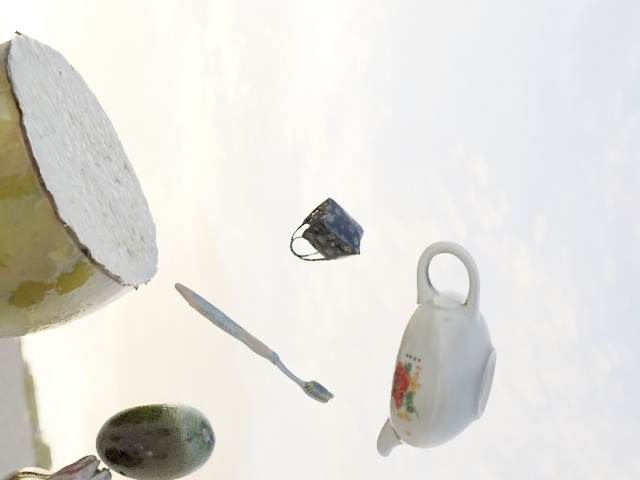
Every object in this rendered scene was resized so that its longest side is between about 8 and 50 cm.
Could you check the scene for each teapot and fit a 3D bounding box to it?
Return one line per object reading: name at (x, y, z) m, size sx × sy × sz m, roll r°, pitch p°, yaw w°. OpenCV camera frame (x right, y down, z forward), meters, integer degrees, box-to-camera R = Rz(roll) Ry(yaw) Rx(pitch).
teapot at (0.111, 0.109, 0.945) m, size 0.145 × 0.092 × 0.226 m, roll -38°, pitch 138°, yaw -67°

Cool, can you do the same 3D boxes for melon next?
melon at (-0.207, 0.250, 1.288) m, size 0.162 × 0.099 × 0.099 m, roll -9°, pitch -92°, yaw 25°

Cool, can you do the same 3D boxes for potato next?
potato at (-0.446, -0.048, 1.423) m, size 0.385 × 0.319 × 0.442 m, roll 62°, pitch 4°, yaw -12°

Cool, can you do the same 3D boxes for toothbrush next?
toothbrush at (-0.122, 0.191, 1.912) m, size 0.037 × 0.375 × 0.028 m, roll -33°, pitch -155°, yaw 48°

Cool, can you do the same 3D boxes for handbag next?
handbag at (0.000, 0.000, 1.981) m, size 0.139 × 0.115 × 0.072 m, roll -30°, pitch -146°, yaw 30°

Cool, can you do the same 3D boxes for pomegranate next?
pomegranate at (-0.338, 0.319, 1.249) m, size 0.163 × 0.125 × 0.138 m, roll -62°, pitch -173°, yaw -3°
